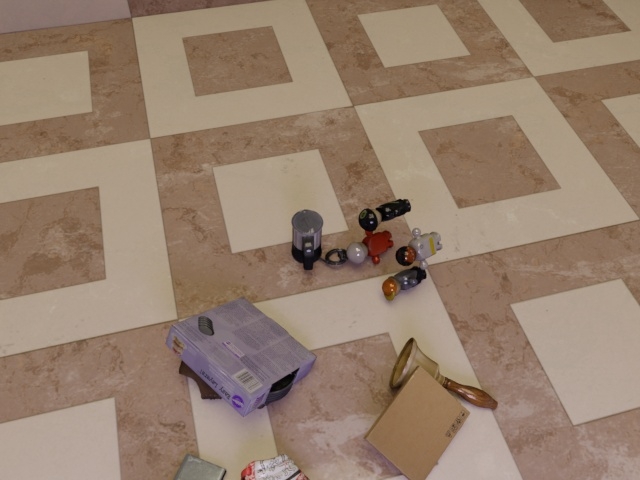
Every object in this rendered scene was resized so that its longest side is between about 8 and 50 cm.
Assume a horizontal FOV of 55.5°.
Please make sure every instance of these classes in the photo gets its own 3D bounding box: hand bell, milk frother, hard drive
[{"bbox_3d":[0.296,0.332,1.409,0.242,0.126,0.126,25,55,0],"label":"hand bell"},{"bbox_3d":[0.000,0.000,1.606,0.143,0.134,0.129,-17,56,-14],"label":"milk frother"},{"bbox_3d":[-0.268,0.526,1.272,0.094,0.022,0.135,18,54,11],"label":"hard drive"}]

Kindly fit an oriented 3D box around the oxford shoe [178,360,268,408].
[{"bbox_3d":[-0.223,0.333,1.398,0.227,0.083,0.096,27,82,13],"label":"oxford shoe"}]

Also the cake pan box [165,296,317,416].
[{"bbox_3d":[-0.172,0.253,1.385,0.267,0.070,0.246,35,30,21],"label":"cake pan box"}]

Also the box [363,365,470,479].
[{"bbox_3d":[0.212,0.399,1.318,0.164,0.021,0.201,44,71,-7],"label":"box"}]

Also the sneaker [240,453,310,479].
[{"bbox_3d":[-0.144,0.544,1.225,0.270,0.090,0.145,-27,57,-24],"label":"sneaker"}]

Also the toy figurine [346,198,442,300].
[{"bbox_3d":[0.182,0.021,1.550,0.148,0.213,0.209,-22,61,-32],"label":"toy figurine"}]
